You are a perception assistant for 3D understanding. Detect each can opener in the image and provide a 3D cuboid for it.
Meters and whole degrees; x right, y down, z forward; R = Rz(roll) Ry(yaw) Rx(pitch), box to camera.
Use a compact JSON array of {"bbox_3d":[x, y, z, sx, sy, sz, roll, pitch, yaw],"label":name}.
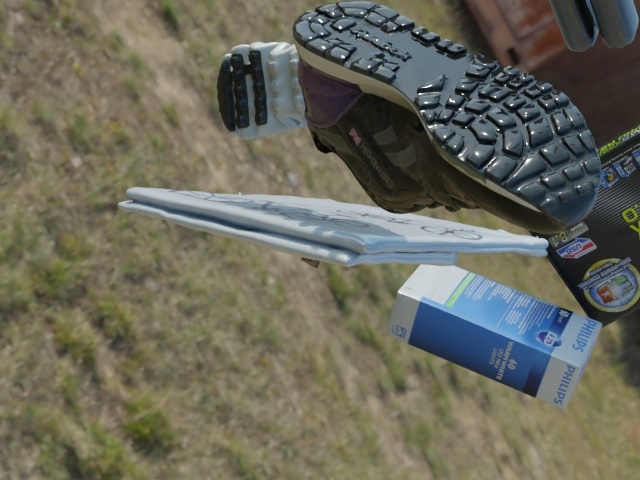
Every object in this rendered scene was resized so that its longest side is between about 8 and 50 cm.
[{"bbox_3d":[0.203,-0.257,1.046,0.283,0.076,0.095,56,44,-42],"label":"can opener"}]

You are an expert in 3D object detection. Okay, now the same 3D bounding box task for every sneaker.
[{"bbox_3d":[0.088,-0.065,0.881,0.283,0.107,0.124,41,-35,41],"label":"sneaker"},{"bbox_3d":[0.030,-0.144,1.131,0.118,0.292,0.110,-7,102,-40],"label":"sneaker"}]

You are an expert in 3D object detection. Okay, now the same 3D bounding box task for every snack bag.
[{"bbox_3d":[0.019,-0.013,1.274,0.342,0.323,0.037,0,99,-51],"label":"snack bag"}]

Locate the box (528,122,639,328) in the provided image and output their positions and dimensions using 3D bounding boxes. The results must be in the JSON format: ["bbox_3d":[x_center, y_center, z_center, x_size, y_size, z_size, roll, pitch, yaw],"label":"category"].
[{"bbox_3d":[0.437,-0.033,1.669,0.216,0.270,0.060,55,22,-10],"label":"box"}]

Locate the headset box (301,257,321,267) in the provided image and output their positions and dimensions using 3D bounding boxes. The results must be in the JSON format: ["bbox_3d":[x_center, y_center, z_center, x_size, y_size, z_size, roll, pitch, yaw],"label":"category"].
[{"bbox_3d":[0.000,0.000,1.935,0.032,0.083,0.062,29,62,6],"label":"headset box"}]

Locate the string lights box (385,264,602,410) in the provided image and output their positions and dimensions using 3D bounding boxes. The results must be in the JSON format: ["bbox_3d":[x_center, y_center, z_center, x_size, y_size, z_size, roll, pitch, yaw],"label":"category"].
[{"bbox_3d":[0.236,0.120,1.655,0.260,0.076,0.133,23,30,16],"label":"string lights box"}]
